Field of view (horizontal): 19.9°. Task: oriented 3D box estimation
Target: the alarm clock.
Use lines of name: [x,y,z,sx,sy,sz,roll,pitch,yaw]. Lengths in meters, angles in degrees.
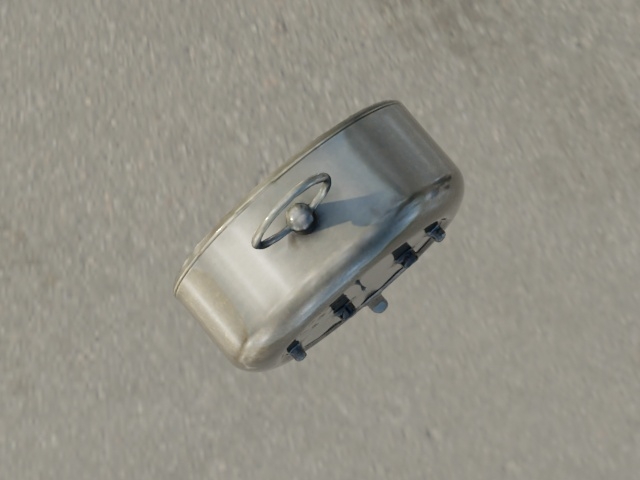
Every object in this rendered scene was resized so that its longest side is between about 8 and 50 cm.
alarm clock: [0.000,0.000,0.768,0.129,0.192,0.064,-41,78,2]
